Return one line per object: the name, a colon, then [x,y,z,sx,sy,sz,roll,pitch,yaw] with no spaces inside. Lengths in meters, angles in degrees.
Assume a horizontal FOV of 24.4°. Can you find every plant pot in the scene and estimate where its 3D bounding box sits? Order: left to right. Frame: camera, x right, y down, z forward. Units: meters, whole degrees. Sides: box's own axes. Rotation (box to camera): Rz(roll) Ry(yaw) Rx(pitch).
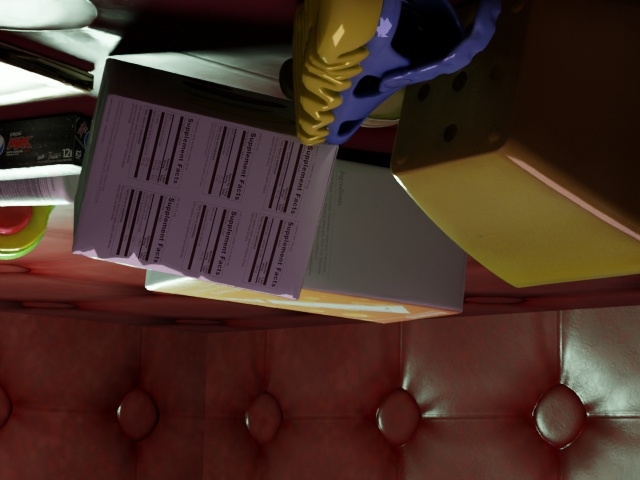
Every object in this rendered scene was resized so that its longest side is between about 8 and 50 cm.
plant pot: [0.182,-0.097,1.222,0.187,0.212,0.212,22,161,-33]

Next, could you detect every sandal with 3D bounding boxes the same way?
sandal: [0.049,-0.148,1.142,0.138,0.126,0.317,-2,173,-7]

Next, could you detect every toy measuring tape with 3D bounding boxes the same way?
toy measuring tape: [-0.361,-0.029,1.998,0.330,0.121,0.121,3,171,-14]

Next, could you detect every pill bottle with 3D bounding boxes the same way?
pill bottle: [-0.358,-0.080,1.772,0.137,0.078,0.078,-1,171,13]

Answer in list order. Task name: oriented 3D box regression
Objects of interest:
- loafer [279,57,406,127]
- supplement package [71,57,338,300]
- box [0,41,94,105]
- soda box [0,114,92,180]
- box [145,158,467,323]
loafer: [0.033,-0.140,1.392,0.148,0.056,0.050,6,176,-30]
supplement package: [-0.110,-0.061,1.344,0.203,0.149,0.194,12,-166,-12]
box: [-0.349,-0.159,1.438,0.201,0.021,0.164,-4,170,32]
soda box: [-0.328,-0.103,1.675,0.169,0.060,0.053,-2,169,28]
box: [-0.016,-0.004,1.852,0.345,0.168,0.215,9,170,-24]
